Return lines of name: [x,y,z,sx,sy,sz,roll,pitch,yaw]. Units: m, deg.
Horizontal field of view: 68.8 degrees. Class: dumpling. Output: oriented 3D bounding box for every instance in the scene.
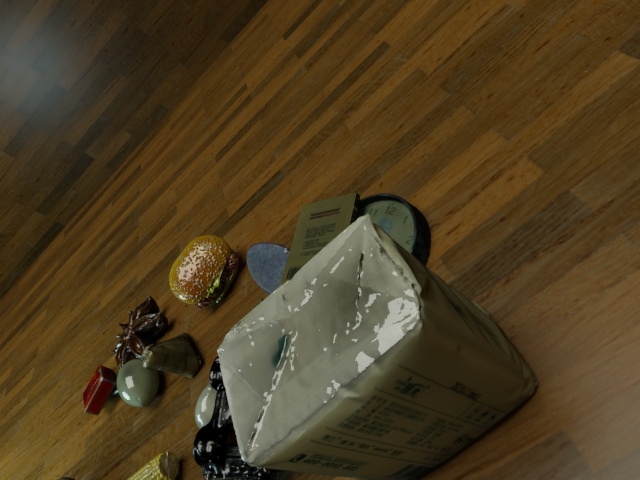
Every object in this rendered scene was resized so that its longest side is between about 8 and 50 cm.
dumpling: [-0.239,0.391,1.078,0.127,0.108,0.188,136,134,-56]

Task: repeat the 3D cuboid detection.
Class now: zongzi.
zongzi: [-0.421,0.292,1.286,0.078,0.160,0.176,-52,39,9]

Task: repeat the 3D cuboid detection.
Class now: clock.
clock: [0.108,0.020,1.029,0.280,0.055,0.280,-26,46,31]

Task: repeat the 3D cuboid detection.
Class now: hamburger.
hamburger: [-0.335,0.088,1.358,0.210,0.173,0.116,-56,1,-4]

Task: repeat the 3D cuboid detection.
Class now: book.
book: [0.000,0.000,1.067,0.161,0.026,0.231,-10,52,35]

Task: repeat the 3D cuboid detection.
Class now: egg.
egg: [-0.521,0.408,1.337,0.114,0.114,0.152,-47,47,8]

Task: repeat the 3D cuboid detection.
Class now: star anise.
star anise: [-0.561,0.303,1.480,0.220,0.099,0.214,-44,53,4]

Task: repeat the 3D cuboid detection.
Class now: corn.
corn: [-0.438,0.606,1.130,0.248,0.081,0.081,-42,40,15]

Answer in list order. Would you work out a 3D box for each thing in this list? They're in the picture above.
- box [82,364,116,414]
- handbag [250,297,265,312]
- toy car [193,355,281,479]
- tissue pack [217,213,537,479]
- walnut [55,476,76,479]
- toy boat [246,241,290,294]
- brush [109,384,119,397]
box: [-0.717,0.479,1.507,0.175,0.048,0.112,-1,60,61]
handbag: [-0.160,0.200,1.175,0.072,0.047,0.111,9,71,48]
toy car: [-0.140,0.347,0.979,0.193,0.118,0.301,-4,50,12]
tissue pack: [0.094,0.180,0.665,0.297,0.380,0.207,-42,44,13]
walnut: [-0.715,0.733,1.279,0.140,0.140,0.162,-49,54,6]
toy boat: [-0.103,0.079,1.185,0.283,0.078,0.127,30,88,51]
brush: [-0.593,0.446,1.452,0.178,0.030,0.033,-32,24,21]
